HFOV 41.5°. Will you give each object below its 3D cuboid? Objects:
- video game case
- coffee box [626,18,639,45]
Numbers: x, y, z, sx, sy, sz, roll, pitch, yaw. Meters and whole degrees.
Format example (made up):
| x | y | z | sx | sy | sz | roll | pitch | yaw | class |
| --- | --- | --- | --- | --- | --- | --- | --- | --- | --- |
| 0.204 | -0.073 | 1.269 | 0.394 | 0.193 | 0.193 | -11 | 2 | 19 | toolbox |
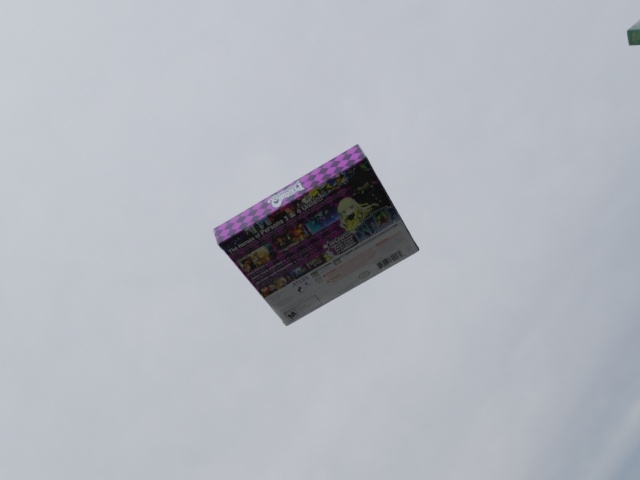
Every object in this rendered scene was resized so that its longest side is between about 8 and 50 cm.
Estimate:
| x | y | z | sx | sy | sz | roll | pitch | yaw | class |
| --- | --- | --- | --- | --- | --- | --- | --- | --- | --- |
| 0.000 | 0.000 | 1.188 | 0.232 | 0.042 | 0.210 | -31 | -47 | 6 | video game case |
| 0.786 | -0.471 | 1.861 | 0.113 | 0.184 | 0.040 | -40 | -57 | -38 | coffee box |
